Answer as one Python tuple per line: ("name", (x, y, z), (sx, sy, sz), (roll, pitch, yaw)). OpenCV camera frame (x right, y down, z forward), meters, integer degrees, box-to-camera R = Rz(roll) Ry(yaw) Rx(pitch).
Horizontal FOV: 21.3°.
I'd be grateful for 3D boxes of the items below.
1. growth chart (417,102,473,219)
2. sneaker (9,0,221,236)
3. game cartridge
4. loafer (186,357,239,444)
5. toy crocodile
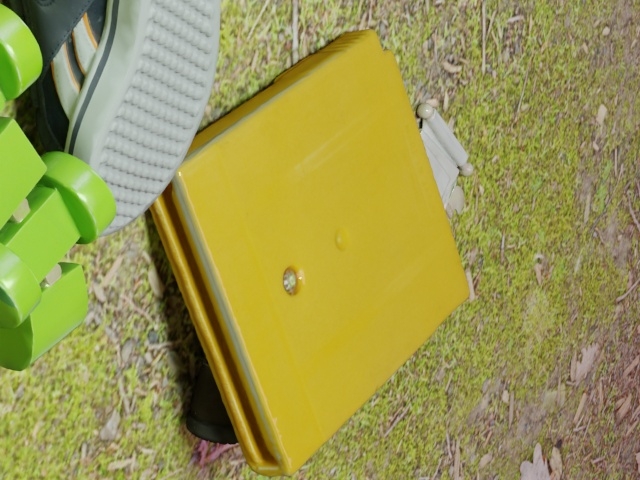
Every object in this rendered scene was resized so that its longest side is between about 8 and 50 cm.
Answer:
("growth chart", (0.089, -0.018, 1.724), (0.237, 0.021, 0.172), (-62, 149, -22))
("sneaker", (-0.144, -0.156, 1.168), (0.126, 0.127, 0.321), (-31, 148, -46))
("game cartridge", (0.000, 0.000, 1.476), (0.324, 0.053, 0.285), (-40, 118, -47))
("loafer", (-0.033, 0.108, 1.511), (0.220, 0.080, 0.078), (-30, 128, -52))
("toy crocodile", (-0.228, -0.052, 1.095), (0.115, 0.105, 0.340), (-53, 140, -33))
